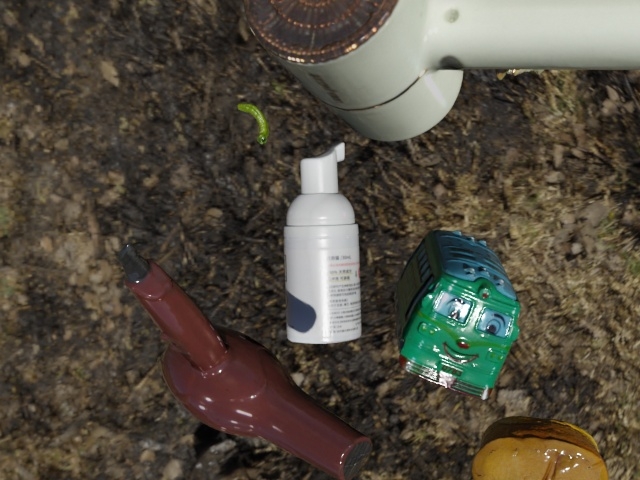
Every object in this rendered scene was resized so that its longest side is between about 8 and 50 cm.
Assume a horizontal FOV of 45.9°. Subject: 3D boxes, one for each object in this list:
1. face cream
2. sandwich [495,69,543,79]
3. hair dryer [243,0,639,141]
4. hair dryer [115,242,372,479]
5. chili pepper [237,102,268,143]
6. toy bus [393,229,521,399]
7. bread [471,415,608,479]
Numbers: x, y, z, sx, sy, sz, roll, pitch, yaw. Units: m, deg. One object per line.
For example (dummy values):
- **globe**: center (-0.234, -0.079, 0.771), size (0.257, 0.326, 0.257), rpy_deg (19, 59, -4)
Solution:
- **face cream**: center (0.000, 0.000, 1.425), size (0.145, 0.145, 0.369), rpy_deg (-2, 92, 29)
- **sandwich**: center (0.233, -0.340, 0.955), size (0.227, 0.155, 0.198), rpy_deg (54, 128, 17)
- **hair dryer**: center (0.143, -0.155, 0.564), size (0.362, 0.203, 0.128), rpy_deg (6, 82, 22)
- **hair dryer**: center (-0.115, 0.126, 0.863), size (0.313, 0.340, 0.123), rpy_deg (21, 62, 37)
- **chili pepper**: center (-0.090, -0.165, 1.050), size (0.017, 0.030, 0.083), rpy_deg (102, 151, -51)
- **toy bus**: center (0.247, 0.112, 1.373), size (0.184, 0.343, 0.199), rpy_deg (21, 107, -3)
- **bread**: center (0.456, 0.474, 1.582), size (0.270, 0.142, 0.195), rpy_deg (6, 115, 13)
